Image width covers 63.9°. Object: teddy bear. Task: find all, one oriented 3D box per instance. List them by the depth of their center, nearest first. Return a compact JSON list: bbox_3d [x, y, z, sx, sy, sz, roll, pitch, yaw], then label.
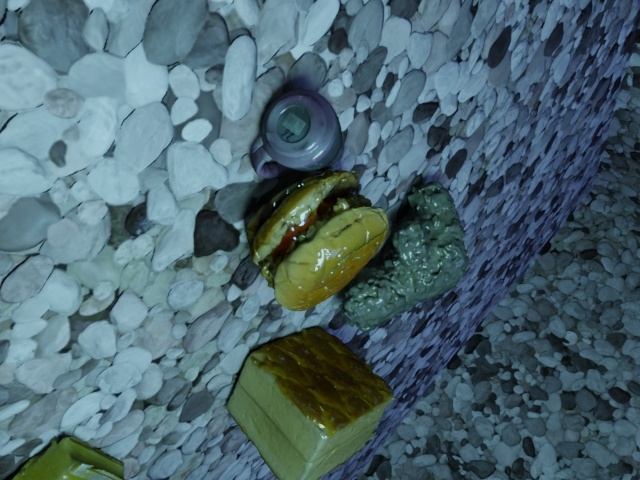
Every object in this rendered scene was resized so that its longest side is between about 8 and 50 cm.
[{"bbox_3d":[0.192,0.076,1.280,0.367,0.224,0.357,-25,144,-15],"label":"teddy bear"}]

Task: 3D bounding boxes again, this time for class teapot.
[{"bbox_3d":[-0.024,-0.145,0.798,0.148,0.116,0.146,-60,161,5],"label":"teapot"}]

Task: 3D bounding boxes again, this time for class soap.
[{"bbox_3d":[-0.427,0.433,0.887,0.135,0.076,0.233,-39,148,-19],"label":"soap"}]

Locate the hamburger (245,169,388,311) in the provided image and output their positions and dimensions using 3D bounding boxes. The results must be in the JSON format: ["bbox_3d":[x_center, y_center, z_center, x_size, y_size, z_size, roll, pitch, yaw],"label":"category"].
[{"bbox_3d":[0.000,0.000,0.883,0.244,0.163,0.244,-30,163,-10],"label":"hamburger"}]

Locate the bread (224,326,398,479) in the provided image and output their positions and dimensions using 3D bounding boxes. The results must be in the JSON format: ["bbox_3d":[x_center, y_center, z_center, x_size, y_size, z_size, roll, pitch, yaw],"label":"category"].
[{"bbox_3d":[-0.024,0.367,1.177,0.279,0.279,0.207,-6,128,-48],"label":"bread"}]
